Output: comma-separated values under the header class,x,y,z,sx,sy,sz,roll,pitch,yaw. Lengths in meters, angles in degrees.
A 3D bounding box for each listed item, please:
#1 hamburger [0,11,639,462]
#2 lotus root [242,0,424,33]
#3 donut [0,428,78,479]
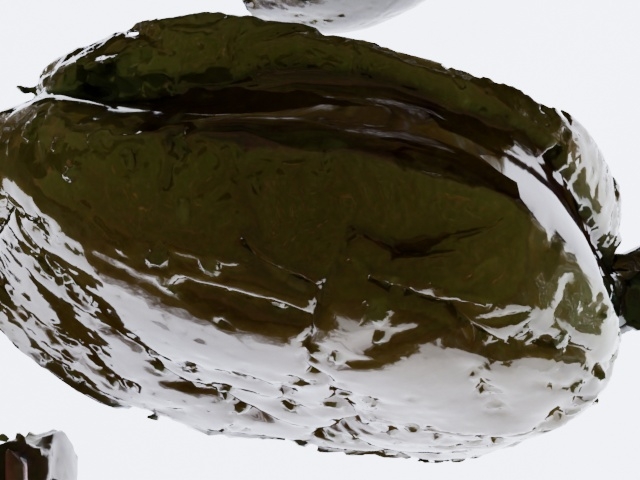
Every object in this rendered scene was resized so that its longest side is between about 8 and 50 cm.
class,x,y,z,sx,sy,sz,roll,pitch,yaw
hamburger,0.000,0.000,0.788,0.309,0.211,0.132,14,-110,-6
lotus root,0.053,-0.242,1.231,0.275,0.152,0.160,-35,-100,10
donut,-0.321,0.190,1.235,0.345,0.136,0.259,21,-97,33
